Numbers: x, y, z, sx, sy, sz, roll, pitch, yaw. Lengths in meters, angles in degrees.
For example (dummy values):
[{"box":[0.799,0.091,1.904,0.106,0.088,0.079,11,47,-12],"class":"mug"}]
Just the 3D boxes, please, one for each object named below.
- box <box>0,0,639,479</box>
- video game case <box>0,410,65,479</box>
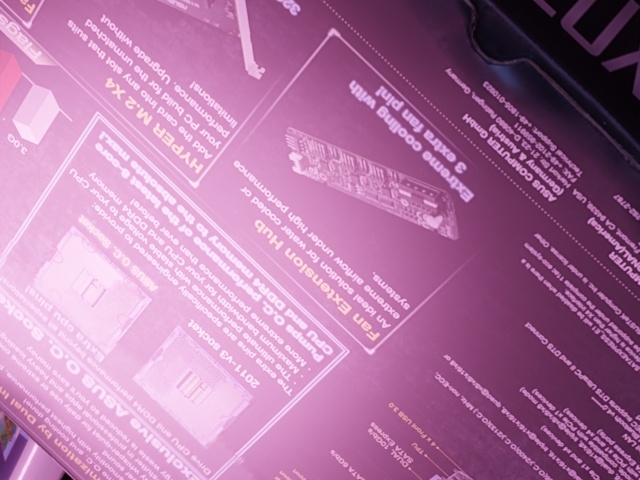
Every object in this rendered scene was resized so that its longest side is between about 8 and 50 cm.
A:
[{"box":[0.000,0.000,0.454,0.307,0.076,0.242,43,136,1],"class":"box"},{"box":[-0.122,0.000,0.714,0.201,0.023,0.183,-59,39,36],"class":"video game case"}]
